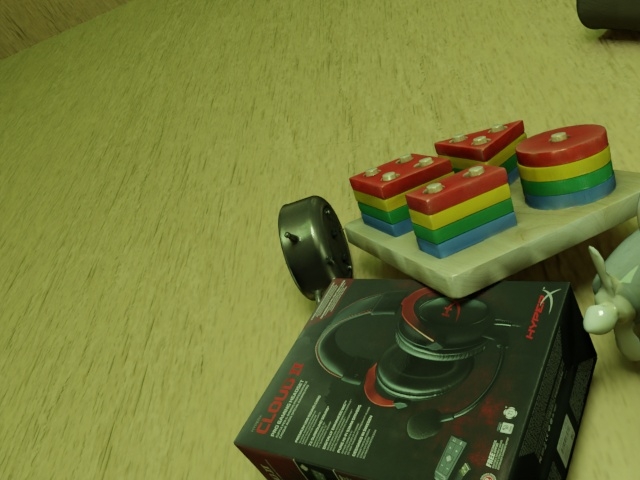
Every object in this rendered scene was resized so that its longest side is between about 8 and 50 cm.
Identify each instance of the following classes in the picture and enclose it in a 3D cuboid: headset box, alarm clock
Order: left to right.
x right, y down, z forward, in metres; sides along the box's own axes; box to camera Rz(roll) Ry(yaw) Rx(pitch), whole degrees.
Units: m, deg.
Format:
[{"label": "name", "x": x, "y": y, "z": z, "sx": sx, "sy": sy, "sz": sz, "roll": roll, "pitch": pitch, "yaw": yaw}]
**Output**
[{"label": "alarm clock", "x": 0.000, "y": 0.000, "z": 0.822, "sx": 0.064, "sy": 0.129, "sz": 0.192, "roll": -19, "pitch": 19, "yaw": 12}, {"label": "headset box", "x": 0.076, "y": 0.148, "z": 0.593, "sx": 0.293, "sy": 0.110, "sz": 0.218, "roll": -1, "pitch": 43, "yaw": 41}]

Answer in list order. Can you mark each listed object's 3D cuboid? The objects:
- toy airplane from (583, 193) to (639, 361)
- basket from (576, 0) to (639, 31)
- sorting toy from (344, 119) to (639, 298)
[{"label": "toy airplane", "x": 0.344, "y": 0.002, "z": 0.408, "sx": 0.386, "sy": 0.273, "sz": 0.384, "roll": -60, "pitch": 4, "yaw": 32}, {"label": "basket", "x": 0.512, "y": -0.359, "z": 0.865, "sx": 0.204, "sy": 0.154, "sz": 0.227, "roll": -42, "pitch": 43, "yaw": -12}, {"label": "sorting toy", "x": 0.177, "y": -0.059, "z": 0.691, "sx": 0.256, "sy": 0.089, "sz": 0.257, "roll": -23, "pitch": 18, "yaw": -14}]
